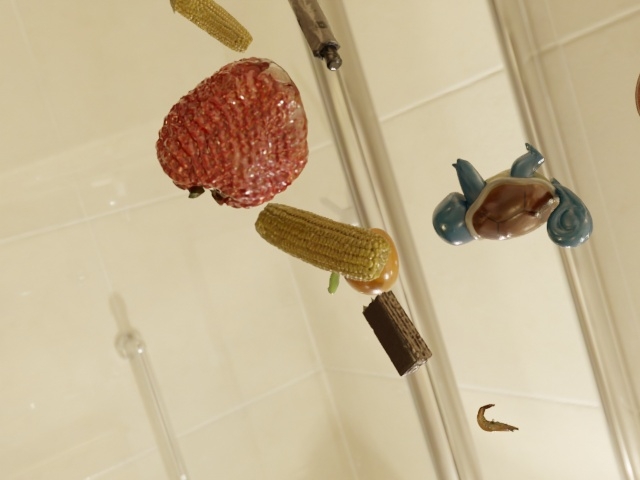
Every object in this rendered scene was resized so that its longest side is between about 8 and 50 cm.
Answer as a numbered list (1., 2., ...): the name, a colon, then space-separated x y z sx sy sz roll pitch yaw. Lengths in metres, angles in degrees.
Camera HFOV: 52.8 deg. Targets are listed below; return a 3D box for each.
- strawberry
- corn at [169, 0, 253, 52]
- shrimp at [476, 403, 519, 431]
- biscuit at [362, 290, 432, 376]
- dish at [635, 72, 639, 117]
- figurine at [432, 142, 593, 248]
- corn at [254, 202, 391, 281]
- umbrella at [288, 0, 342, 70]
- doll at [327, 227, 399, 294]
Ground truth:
1. strawberry: -0.168 -0.238 1.384 0.351 0.312 0.267 -50 -156 37
2. corn: -0.313 -0.641 1.864 0.091 0.260 0.091 -22 -142 58
3. shrimp: 0.535 0.541 1.942 0.127 0.090 0.025 9 -171 21
4. biscuit: 0.220 0.270 1.902 0.070 0.252 0.106 -12 148 -37
5. dish: 0.836 -0.343 1.474 0.213 0.213 0.090 -14 177 33
6. figurine: 0.495 -0.096 1.655 0.417 0.242 0.298 2 164 40
7. corn: 0.000 0.000 1.588 0.345 0.131 0.131 20 -159 23
8. umbrella: -0.016 -0.541 1.605 0.073 0.337 0.067 3 140 -30
9. doll: 0.127 0.076 2.009 0.236 0.213 0.213 -12 -176 -2
